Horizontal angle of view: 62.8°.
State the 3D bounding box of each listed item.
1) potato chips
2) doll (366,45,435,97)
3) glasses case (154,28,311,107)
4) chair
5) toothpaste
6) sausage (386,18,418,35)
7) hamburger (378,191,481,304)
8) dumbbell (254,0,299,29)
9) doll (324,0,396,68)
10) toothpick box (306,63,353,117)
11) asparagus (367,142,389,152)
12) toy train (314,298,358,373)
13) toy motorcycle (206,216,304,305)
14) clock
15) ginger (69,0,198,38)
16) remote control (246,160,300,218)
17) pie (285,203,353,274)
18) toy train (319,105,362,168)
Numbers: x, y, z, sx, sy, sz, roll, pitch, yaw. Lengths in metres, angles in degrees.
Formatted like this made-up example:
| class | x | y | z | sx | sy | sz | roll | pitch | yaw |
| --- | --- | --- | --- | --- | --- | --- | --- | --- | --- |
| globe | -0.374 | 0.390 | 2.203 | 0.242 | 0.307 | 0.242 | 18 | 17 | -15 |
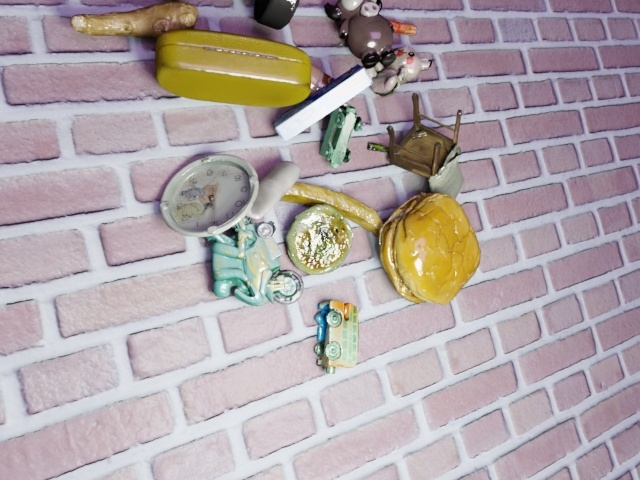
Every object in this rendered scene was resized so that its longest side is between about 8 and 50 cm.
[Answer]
| class | x | y | z | sx | sy | sz | roll | pitch | yaw |
| --- | --- | --- | --- | --- | --- | --- | --- | --- | --- |
| potato chips | 0.013 | -0.096 | 1.391 | 0.407 | 0.057 | 0.080 | 17 | 76 | -23 |
| doll | 0.225 | -0.498 | 1.546 | 0.192 | 0.149 | 0.095 | -46 | 143 | -18 |
| glasses case | -0.209 | -0.421 | 1.275 | 0.371 | 0.173 | 0.141 | 2 | 78 | -20 |
| chair | 0.310 | -0.243 | 1.510 | 0.186 | 0.319 | 0.160 | 29 | 72 | 25 |
| toothpaste | 0.002 | -0.355 | 1.352 | 0.272 | 0.066 | 0.053 | -32 | 117 | 6 |
| sausage | 0.252 | -0.660 | 1.632 | 0.129 | 0.034 | 0.034 | 0 | 80 | -26 |
| hamburger | 0.298 | 0.024 | 1.436 | 0.319 | 0.158 | 0.318 | 6 | 80 | -36 |
| dumbbell | -0.216 | -0.678 | 1.308 | 0.322 | 0.204 | 0.203 | 11 | 76 | -25 |
| doll | 0.123 | -0.612 | 1.498 | 0.182 | 0.117 | 0.257 | -13 | 77 | -19 |
| toothpick box | 0.006 | -0.402 | 1.424 | 0.149 | 0.098 | 0.098 | 26 | 70 | -21 |
| asparagus | 0.241 | -0.260 | 1.558 | 0.233 | 0.023 | 0.022 | 7 | 122 | -25 |
| toy train | 0.041 | 0.243 | 1.335 | 0.099 | 0.072 | 0.188 | 8 | 76 | -31 |
| toy motorcycle | -0.183 | 0.046 | 1.251 | 0.198 | 0.109 | 0.296 | -28 | 86 | -15 |
| clock | -0.250 | -0.098 | 1.210 | 0.237 | 0.053 | 0.236 | -5 | 58 | 9 |
| ginger | -0.424 | -0.507 | 1.221 | 0.295 | 0.131 | 0.086 | -17 | 131 | -27 |
| remote control | -0.121 | -0.133 | 1.276 | 0.073 | 0.044 | 0.229 | 25 | 46 | 14 |
| pie | 0.000 | 0.000 | 1.350 | 0.187 | 0.041 | 0.186 | -3 | 99 | -20 |
| toy train | 0.051 | -0.280 | 1.392 | 0.070 | 0.099 | 0.172 | 5 | 120 | -25 |
